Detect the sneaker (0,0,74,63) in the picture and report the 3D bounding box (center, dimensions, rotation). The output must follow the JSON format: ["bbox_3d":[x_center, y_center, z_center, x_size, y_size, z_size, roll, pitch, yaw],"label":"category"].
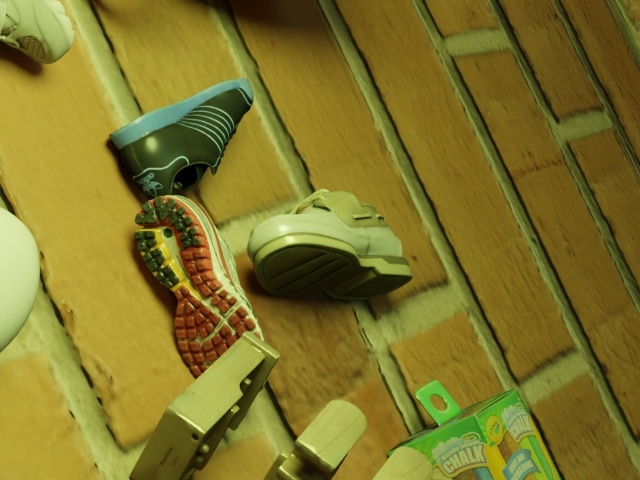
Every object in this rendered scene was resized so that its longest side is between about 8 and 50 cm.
[{"bbox_3d":[-0.355,-0.230,1.593,0.281,0.105,0.115,33,75,-46],"label":"sneaker"}]

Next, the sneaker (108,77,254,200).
[{"bbox_3d":[-0.137,-0.109,1.815,0.232,0.081,0.090,-31,96,-52],"label":"sneaker"}]

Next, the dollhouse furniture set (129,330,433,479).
[{"bbox_3d":[-0.029,0.224,1.587,0.242,0.212,0.161,35,32,8],"label":"dollhouse furniture set"}]

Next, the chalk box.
[{"bbox_3d":[0.179,0.259,1.938,0.132,0.132,0.213,-21,84,-60],"label":"chalk box"}]

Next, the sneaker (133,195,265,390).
[{"bbox_3d":[-0.107,0.054,1.718,0.225,0.088,0.093,68,19,-2],"label":"sneaker"}]

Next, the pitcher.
[{"bbox_3d":[-0.334,0.047,1.362,0.178,0.125,0.207,44,47,-16],"label":"pitcher"}]

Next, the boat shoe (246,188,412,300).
[{"bbox_3d":[0.000,0.000,1.908,0.302,0.113,0.103,18,50,-63],"label":"boat shoe"}]
